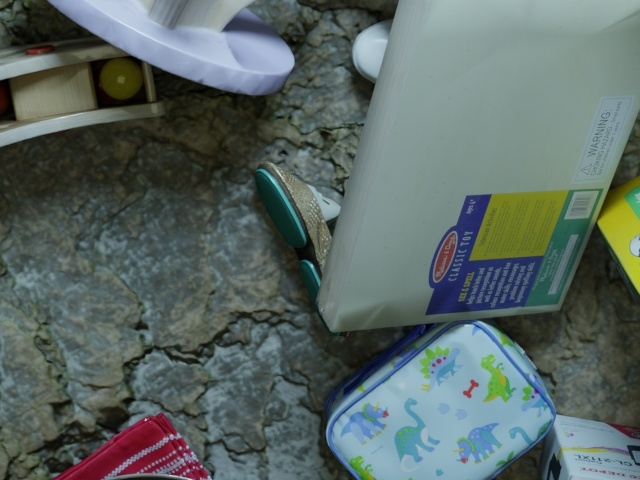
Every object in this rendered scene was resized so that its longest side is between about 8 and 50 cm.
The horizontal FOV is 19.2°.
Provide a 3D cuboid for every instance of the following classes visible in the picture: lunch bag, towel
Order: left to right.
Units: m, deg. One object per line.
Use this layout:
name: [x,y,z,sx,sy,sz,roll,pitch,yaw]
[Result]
towel: [-0.180,0.340,2.061,0.199,0.031,0.275,-32,102,9]
lunch bag: [0.122,0.179,1.988,0.219,0.090,0.176,-40,102,10]

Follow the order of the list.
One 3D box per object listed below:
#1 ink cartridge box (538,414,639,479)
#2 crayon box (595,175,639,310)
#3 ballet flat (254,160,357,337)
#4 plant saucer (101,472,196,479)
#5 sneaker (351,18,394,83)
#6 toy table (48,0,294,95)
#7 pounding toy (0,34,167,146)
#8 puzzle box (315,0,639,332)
ink cartridge box: [0.303,0.251,1.962,0.127,0.175,0.072,10,105,-3]
crayon box: [0.435,-0.020,1.795,0.313,0.363,0.106,-28,103,7]
ballet flat: [0.000,0.000,1.963,0.067,0.073,0.206,-30,107,-20]
plant saucer: [-0.177,0.383,2.034,0.311,0.050,0.310,1,108,2]
sneaker: [0.136,-0.168,1.896,0.212,0.094,0.080,13,106,-3]
toy table: [-0.126,-0.269,1.807,0.274,0.252,0.161,21,120,-16]
pounding toy: [-0.294,-0.179,1.862,0.270,0.154,0.154,-8,105,2]
puzzle box: [0.164,-0.089,1.810,0.272,0.052,0.409,-4,130,-26]
